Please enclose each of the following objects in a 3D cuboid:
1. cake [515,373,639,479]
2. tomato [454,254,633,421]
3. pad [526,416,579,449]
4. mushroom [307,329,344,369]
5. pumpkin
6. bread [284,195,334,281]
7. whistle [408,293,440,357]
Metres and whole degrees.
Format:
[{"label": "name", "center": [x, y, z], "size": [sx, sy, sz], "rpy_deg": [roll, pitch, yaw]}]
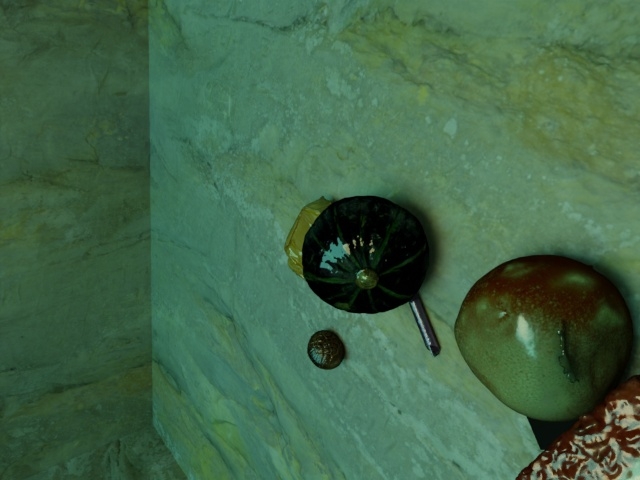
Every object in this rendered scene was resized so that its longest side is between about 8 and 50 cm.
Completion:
[{"label": "cake", "center": [0.523, 0.401, 0.715], "size": [0.269, 0.270, 0.319], "rpy_deg": [-54, 51, 19]}, {"label": "tomato", "center": [0.401, 0.175, 0.891], "size": [0.303, 0.239, 0.304], "rpy_deg": [20, 118, 43]}, {"label": "pad", "center": [0.515, 0.371, 0.995], "size": [0.190, 0.004, 0.127], "rpy_deg": [-30, 76, 50]}, {"label": "mushroom", "center": [0.018, 0.340, 1.501], "size": [0.126, 0.109, 0.085], "rpy_deg": [40, 125, 16]}, {"label": "pumpkin", "center": [0.107, 0.044, 1.162], "size": [0.315, 0.238, 0.315], "rpy_deg": [4, 113, 9]}, {"label": "bread", "center": [0.000, 0.000, 1.404], "size": [0.179, 0.133, 0.250], "rpy_deg": [44, 131, 33]}, {"label": "whistle", "center": [0.262, 0.211, 1.228], "size": [0.033, 0.033, 0.177], "rpy_deg": [-30, 76, 49]}]
